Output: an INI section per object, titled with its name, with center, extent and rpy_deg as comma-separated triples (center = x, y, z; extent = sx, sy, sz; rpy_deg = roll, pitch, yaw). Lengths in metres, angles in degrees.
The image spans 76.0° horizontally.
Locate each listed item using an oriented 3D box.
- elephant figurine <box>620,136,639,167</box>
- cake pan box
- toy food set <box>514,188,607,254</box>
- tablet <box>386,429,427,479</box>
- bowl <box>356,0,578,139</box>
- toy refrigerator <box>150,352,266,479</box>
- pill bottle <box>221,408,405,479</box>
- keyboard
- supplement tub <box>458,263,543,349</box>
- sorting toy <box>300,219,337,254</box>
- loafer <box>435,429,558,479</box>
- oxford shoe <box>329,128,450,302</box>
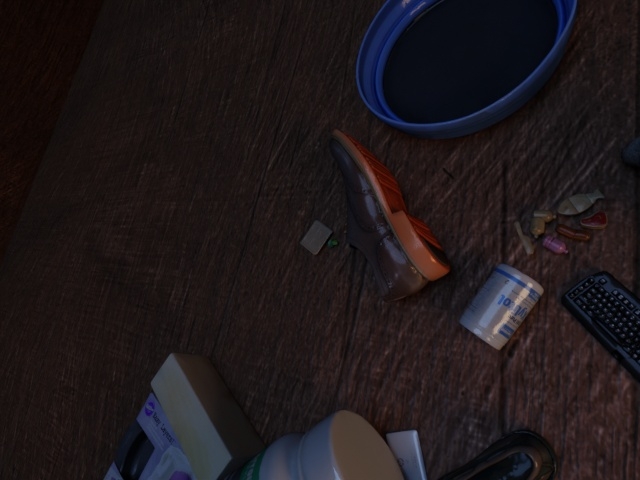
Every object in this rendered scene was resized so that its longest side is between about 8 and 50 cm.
[elephant figurine]
center = 0.450, -0.044, 0.450
extent = 0.169, 0.239, 0.186
rpy_deg = 42, 77, 2
[cake pan box]
center = -0.335, 0.492, 0.855
extent = 0.266, 0.070, 0.246
rpy_deg = 29, 88, 40
[toy food set]
center = 0.355, -0.020, 0.597
extent = 0.122, 0.019, 0.078
rpy_deg = -20, 62, 19
[tablet]
center = 0.131, 0.336, 0.623
extent = 0.054, 0.006, 0.083
rpy_deg = -22, 60, 27
[bowl]
center = 0.255, -0.369, 0.768
extent = 0.390, 0.077, 0.392
rpy_deg = -14, 65, 31
[toy refrigerator]
center = -0.228, 0.351, 0.811
extent = 0.269, 0.102, 0.094
rpy_deg = 40, 97, 38
[pill bottle]
center = -0.060, 0.420, 0.599
extent = 0.361, 0.204, 0.204
rpy_deg = -42, 53, 15
[keyboard]
center = 0.402, 0.112, 0.499
extent = 0.100, 0.038, 0.192
rpy_deg = -43, 54, 13
[supplement tub]
center = 0.258, 0.094, 0.587
extent = 0.071, 0.071, 0.107
rpy_deg = 37, 95, 39
[sorting toy]
center = 0.000, 0.000, 0.844
extent = 0.062, 0.012, 0.083
rpy_deg = -53, 48, 1
[loafer]
center = 0.186, 0.346, 0.529
extent = 0.267, 0.084, 0.096
rpy_deg = -50, 52, 9
[oxford shoe]
center = 0.080, -0.060, 0.742
extent = 0.132, 0.130, 0.364
rpy_deg = -41, 53, 23
